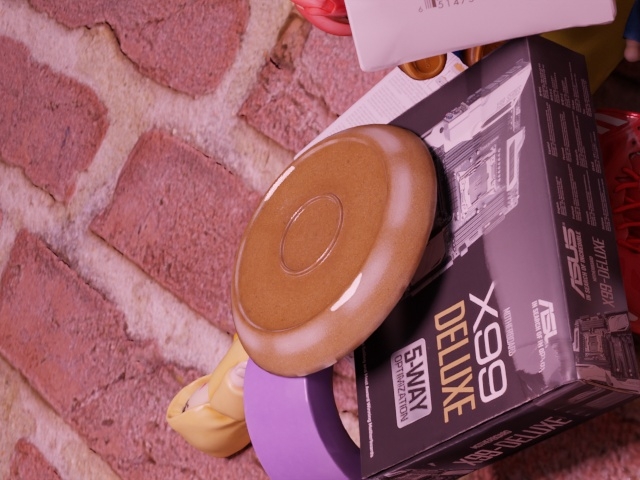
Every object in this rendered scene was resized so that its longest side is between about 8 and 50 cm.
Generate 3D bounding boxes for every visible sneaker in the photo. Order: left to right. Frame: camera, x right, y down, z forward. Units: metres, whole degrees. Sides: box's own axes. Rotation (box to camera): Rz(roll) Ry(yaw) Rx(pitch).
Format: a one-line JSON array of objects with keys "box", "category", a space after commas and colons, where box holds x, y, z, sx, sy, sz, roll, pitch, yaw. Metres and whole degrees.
[{"box": [0.249, -0.029, 1.352, 0.128, 0.087, 0.221, -51, 44, 22], "category": "sneaker"}]

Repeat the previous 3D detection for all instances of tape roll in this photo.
[{"box": [0.028, 0.141, 1.446, 0.080, 0.189, 0.189, -22, 58, 41], "category": "tape roll"}]

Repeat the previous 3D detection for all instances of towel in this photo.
[{"box": [0.221, -0.156, 1.442, 0.237, 0.021, 0.102, -50, 37, 0], "category": "towel"}]

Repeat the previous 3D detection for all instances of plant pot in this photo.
[{"box": [0.000, 0.000, 1.394, 0.236, 0.032, 0.236, -33, 40, 34], "category": "plant pot"}]

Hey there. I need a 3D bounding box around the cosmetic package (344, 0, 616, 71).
[{"box": [0.113, -0.315, 1.421, 0.217, 0.156, 0.385, -10, 32, 8], "category": "cosmetic package"}]

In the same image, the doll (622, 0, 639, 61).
[{"box": [0.309, -0.170, 1.357, 0.129, 0.046, 0.189, -27, 62, 20], "category": "doll"}]

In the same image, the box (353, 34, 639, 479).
[{"box": [0.126, 0.022, 1.350, 0.242, 0.076, 0.308, -32, 52, 43], "category": "box"}]

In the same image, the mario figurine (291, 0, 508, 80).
[{"box": [0.056, -0.266, 1.587, 0.170, 0.198, 0.320, -58, 34, 6], "category": "mario figurine"}]

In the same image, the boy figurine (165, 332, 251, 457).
[{"box": [-0.063, 0.099, 1.617, 0.285, 0.092, 0.177, -59, 6, 38], "category": "boy figurine"}]

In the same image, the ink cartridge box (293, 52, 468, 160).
[{"box": [0.106, -0.092, 1.586, 0.232, 0.066, 0.189, -39, 44, 2], "category": "ink cartridge box"}]
